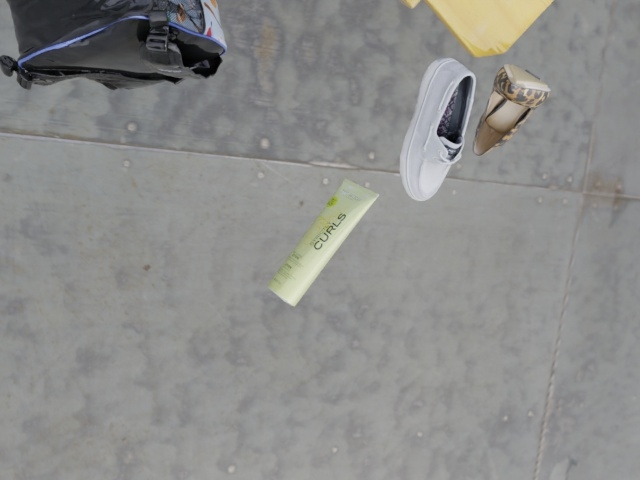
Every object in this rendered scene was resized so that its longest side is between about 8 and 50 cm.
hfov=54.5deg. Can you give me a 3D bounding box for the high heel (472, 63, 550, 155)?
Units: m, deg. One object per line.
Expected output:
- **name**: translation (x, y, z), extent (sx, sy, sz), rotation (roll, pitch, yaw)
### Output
- **high heel**: translation (0.324, -0.218, 1.123), extent (0.186, 0.093, 0.261), rotation (-58, 168, 24)

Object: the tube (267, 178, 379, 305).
- **tube**: translation (0.000, 0.000, 1.073), extent (0.070, 0.062, 0.240), rotation (37, 86, 5)

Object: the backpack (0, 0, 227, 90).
- **backpack**: translation (-0.270, -0.317, 0.885), extent (0.263, 0.276, 0.213), rotation (-1, 87, -69)

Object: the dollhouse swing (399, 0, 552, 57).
- **dollhouse swing**: translation (0.231, -0.543, 1.043), extent (0.347, 0.315, 0.305), rotation (-48, 140, 12)

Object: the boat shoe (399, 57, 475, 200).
- **boat shoe**: translation (0.150, -0.126, 0.765), extent (0.066, 0.063, 0.184), rotation (-1, 119, -29)
